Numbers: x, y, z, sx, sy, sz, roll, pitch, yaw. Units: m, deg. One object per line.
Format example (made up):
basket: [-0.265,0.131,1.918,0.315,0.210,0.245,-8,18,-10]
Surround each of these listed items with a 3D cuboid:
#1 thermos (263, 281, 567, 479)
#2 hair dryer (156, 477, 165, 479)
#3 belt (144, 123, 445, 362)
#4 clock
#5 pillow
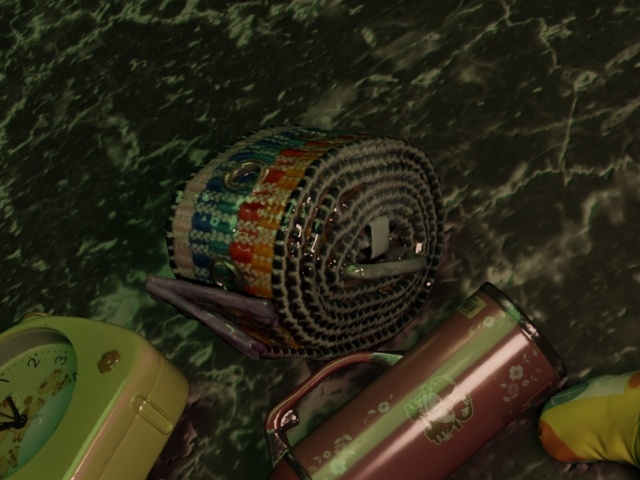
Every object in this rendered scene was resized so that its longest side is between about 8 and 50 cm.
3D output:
thermos: [0.048,0.173,1.282,0.330,0.136,0.109,-40,24,-4]
hair dryer: [-0.184,0.250,1.420,0.114,0.037,0.063,17,64,44]
belt: [0.000,0.000,1.340,0.160,0.295,0.207,14,98,33]
clock: [-0.291,0.184,1.465,0.308,0.096,0.235,11,64,43]
pillow: [0.257,0.210,1.188,0.214,0.086,0.233,-4,57,38]
